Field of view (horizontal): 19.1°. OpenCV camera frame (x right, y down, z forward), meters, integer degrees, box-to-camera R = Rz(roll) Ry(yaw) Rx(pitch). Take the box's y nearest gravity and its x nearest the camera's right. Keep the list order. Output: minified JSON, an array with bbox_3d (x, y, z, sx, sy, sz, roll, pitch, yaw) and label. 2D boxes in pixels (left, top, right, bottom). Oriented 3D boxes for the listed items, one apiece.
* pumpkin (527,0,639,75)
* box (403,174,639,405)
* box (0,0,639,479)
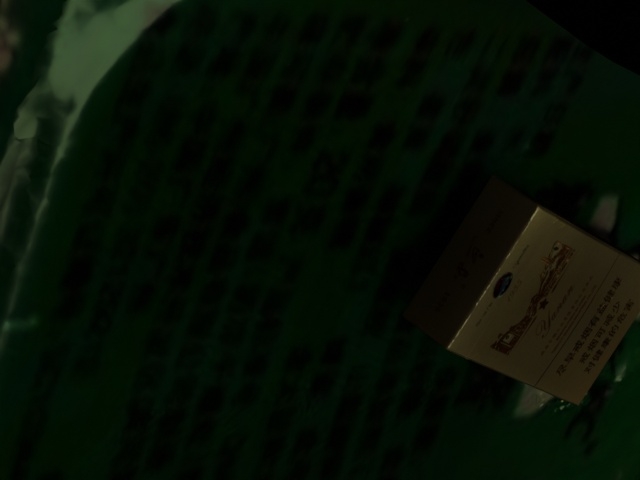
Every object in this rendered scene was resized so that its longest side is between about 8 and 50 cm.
[{"bbox_3d":[0.127,-0.177,0.465,0.238,0.315,0.315,-30,146,25],"label":"pumpkin"},{"bbox_3d":[0.069,0.018,0.604,0.083,0.024,0.053,27,98,-48],"label":"box"},{"bbox_3d":[0.000,0.000,0.627,0.336,0.106,0.264,0,118,-43],"label":"box"}]
